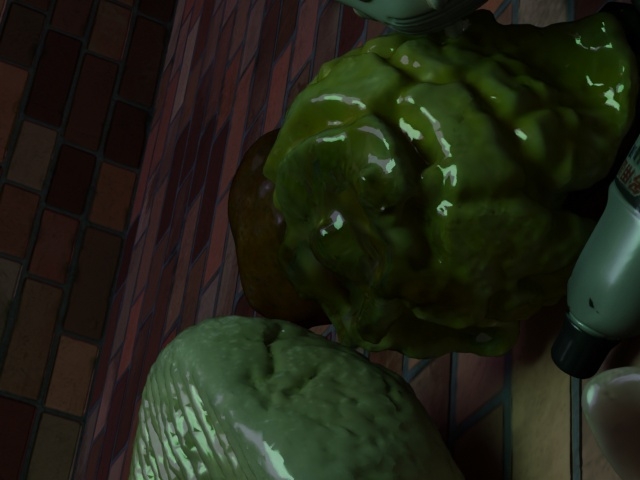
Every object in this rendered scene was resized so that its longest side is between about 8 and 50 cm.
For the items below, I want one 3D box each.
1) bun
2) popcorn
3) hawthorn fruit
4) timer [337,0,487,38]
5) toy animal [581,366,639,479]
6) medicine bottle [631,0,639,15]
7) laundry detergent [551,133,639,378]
[{"bbox_3d":[-0.013,0.232,1.177,0.352,0.227,0.349,-42,57,48],"label":"bun"},{"bbox_3d":[0.099,-0.035,1.116,0.237,0.293,0.293,-35,-11,-41],"label":"popcorn"},{"bbox_3d":[0.000,0.000,1.509,0.208,0.208,0.248,-104,20,-61],"label":"hawthorn fruit"},{"bbox_3d":[0.033,-0.296,1.058,0.291,0.291,0.315,-44,63,56],"label":"timer"},{"bbox_3d":[0.263,0.110,0.518,0.326,0.237,0.269,-65,26,1],"label":"toy animal"},{"bbox_3d":[0.265,-0.193,1.099,0.083,0.047,0.047,-93,28,-53],"label":"medicine bottle"},{"bbox_3d":[0.225,-0.002,0.980,0.225,0.070,0.099,-65,26,21],"label":"laundry detergent"}]
